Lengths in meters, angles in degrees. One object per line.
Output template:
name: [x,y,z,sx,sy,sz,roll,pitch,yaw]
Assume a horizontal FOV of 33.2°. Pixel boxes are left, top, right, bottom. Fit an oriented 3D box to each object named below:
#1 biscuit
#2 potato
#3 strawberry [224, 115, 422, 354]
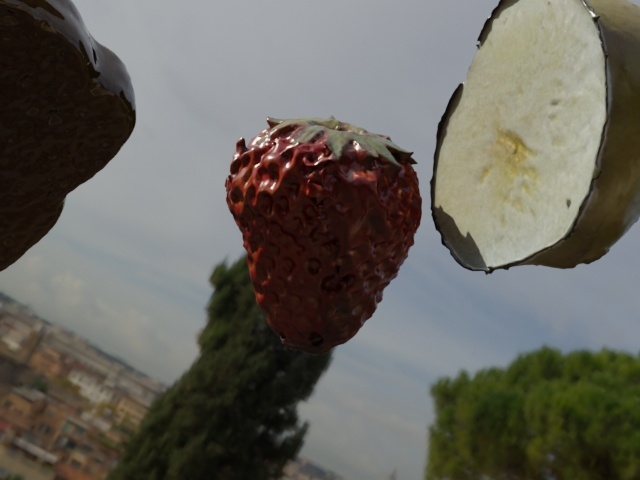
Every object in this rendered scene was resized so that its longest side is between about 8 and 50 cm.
biscuit: [-0.316,-0.051,0.714,0.359,0.074,0.381,0,-32,-29]
potato: [0.260,-0.097,1.079,0.196,0.299,0.246,5,30,-31]
strawberry: [0.000,0.000,1.109,0.205,0.244,0.205,11,12,-2]
